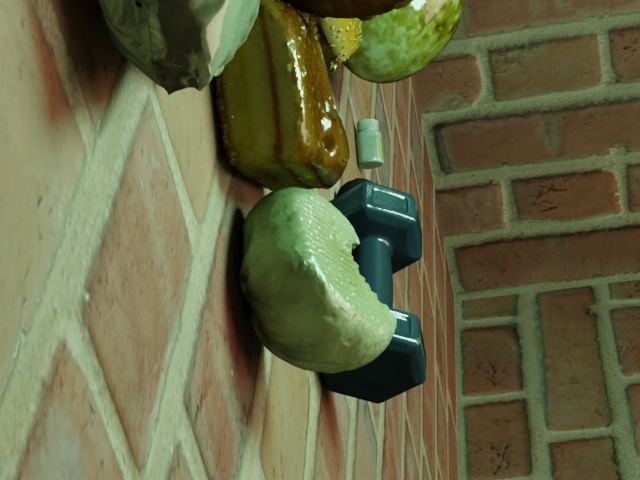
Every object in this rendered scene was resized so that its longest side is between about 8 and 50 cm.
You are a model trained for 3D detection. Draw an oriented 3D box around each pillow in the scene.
[{"bbox_3d":[-0.118,-0.277,1.134,0.283,0.138,0.310,-94,177,-82],"label":"pillow"}]

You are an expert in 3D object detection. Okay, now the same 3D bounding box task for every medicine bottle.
[{"bbox_3d":[0.088,-0.174,2.575,0.047,0.047,0.083,54,31,-72],"label":"medicine bottle"}]

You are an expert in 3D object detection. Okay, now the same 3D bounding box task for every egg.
[{"bbox_3d":[0.117,-0.387,2.330,0.238,0.238,0.289,66,26,-60],"label":"egg"}]

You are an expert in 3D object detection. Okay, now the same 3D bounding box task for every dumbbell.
[{"bbox_3d":[0.072,0.067,1.987,0.316,0.144,0.156,-88,169,-46],"label":"dumbbell"}]

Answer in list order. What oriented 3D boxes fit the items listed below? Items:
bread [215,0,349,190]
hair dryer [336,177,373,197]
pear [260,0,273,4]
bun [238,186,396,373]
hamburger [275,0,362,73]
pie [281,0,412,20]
[{"bbox_3d":[-0.041,-0.153,1.576,0.234,0.111,0.184,20,62,-79],"label":"bread"},{"bbox_3d":[0.071,0.024,2.278,0.114,0.071,0.248,-87,170,-46],"label":"hair dryer"},{"bbox_3d":[-0.068,-0.321,1.426,0.178,0.178,0.178,-7,90,-81],"label":"pear"},{"bbox_3d":[-0.016,0.052,1.523,0.204,0.126,0.212,46,22,-29],"label":"bun"},{"bbox_3d":[-0.007,-0.330,1.916,0.191,0.118,0.181,-91,173,-56],"label":"hamburger"},{"bbox_3d":[0.005,-0.370,1.517,0.092,0.315,0.315,-49,138,-38],"label":"pie"}]
